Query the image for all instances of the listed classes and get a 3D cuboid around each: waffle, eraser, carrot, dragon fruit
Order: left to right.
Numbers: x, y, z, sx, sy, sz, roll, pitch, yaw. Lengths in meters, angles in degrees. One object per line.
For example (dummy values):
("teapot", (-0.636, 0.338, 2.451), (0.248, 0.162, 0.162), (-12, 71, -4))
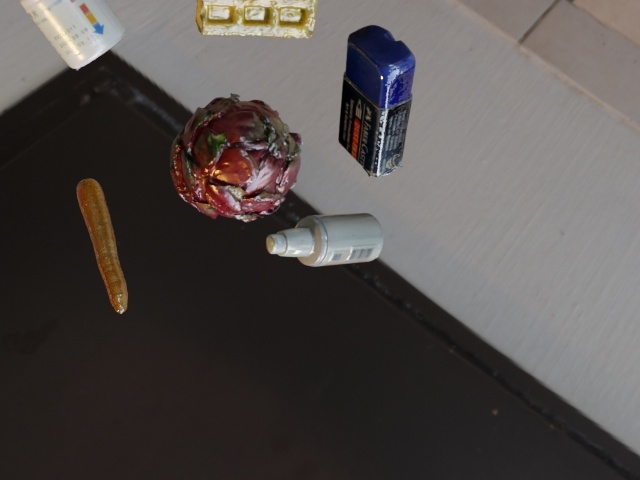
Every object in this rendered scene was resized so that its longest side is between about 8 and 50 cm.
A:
("carrot", (-0.346, 0.005, 1.315), (0.248, 0.043, 0.043), (68, 154, 22))
("dragon fruit", (-0.210, -0.196, 2.016), (0.329, 0.329, 0.329), (28, 144, 22))
("waffle", (-0.109, -0.492, 1.479), (0.055, 0.221, 0.248), (-128, 39, -56))
("eraser", (0.122, -0.293, 1.800), (0.155, 0.101, 0.332), (48, 155, 29))

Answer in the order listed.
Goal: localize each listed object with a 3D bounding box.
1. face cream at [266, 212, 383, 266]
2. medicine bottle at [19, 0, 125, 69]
("face cream", (0.000, 0.000, 1.589), (0.101, 0.251, 0.101), (6, 98, 51))
("medicine bottle", (-0.611, -0.569, 1.955), (0.170, 0.170, 0.293), (-1, 131, 48))
